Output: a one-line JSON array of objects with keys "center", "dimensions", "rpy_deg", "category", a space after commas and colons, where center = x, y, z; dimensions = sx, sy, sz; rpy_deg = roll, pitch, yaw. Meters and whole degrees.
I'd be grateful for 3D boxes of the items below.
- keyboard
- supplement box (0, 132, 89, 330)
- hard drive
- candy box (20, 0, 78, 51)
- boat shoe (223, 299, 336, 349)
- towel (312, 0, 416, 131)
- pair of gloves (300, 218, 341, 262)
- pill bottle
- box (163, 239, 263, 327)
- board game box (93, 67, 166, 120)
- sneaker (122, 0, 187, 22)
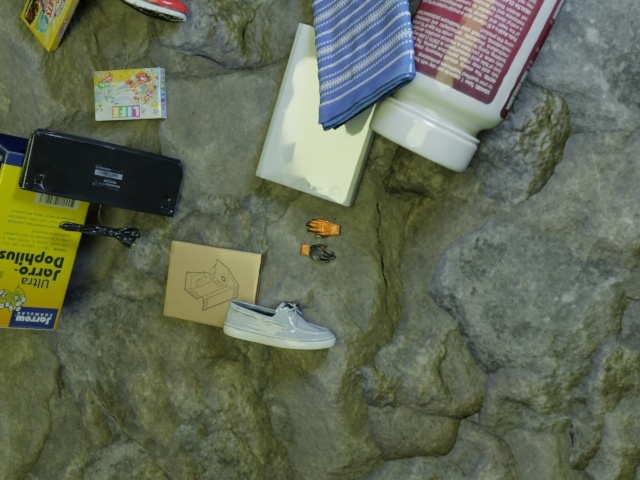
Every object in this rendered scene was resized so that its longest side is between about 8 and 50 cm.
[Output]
[{"center": [-0.432, -0.094, 1.629], "dimensions": [0.033, 0.317, 0.201], "rpy_deg": [20, 98, 56], "category": "keyboard"}, {"center": [-0.620, -0.019, 1.685], "dimensions": [0.194, 0.195, 0.356], "rpy_deg": [28, 104, 47], "category": "supplement box"}, {"center": [0.010, -0.242, 1.596], "dimensions": [0.203, 0.040, 0.307], "rpy_deg": [19, 99, 14], "category": "hard drive"}, {"center": [-0.553, -0.499, 1.705], "dimensions": [0.105, 0.027, 0.206], "rpy_deg": [49, 132, 6], "category": "candy box"}, {"center": [-0.080, 0.162, 1.626], "dimensions": [0.228, 0.079, 0.081], "rpy_deg": [8, 99, 8], "category": "boat shoe"}, {"center": [0.063, -0.383, 1.451], "dimensions": [0.243, 0.040, 0.336], "rpy_deg": [-25, 64, 49], "category": "towel"}, {"center": [0.000, 0.000, 1.634], "dimensions": [0.074, 0.010, 0.083], "rpy_deg": [13, 99, 15], "category": "pair of gloves"}, {"center": [0.253, -0.331, 1.420], "dimensions": [0.224, 0.224, 0.392], "rpy_deg": [29, 101, 12], "category": "pill bottle"}, {"center": [-0.222, 0.092, 1.703], "dimensions": [0.201, 0.021, 0.164], "rpy_deg": [9, 97, 16], "category": "box"}, {"center": [-0.397, -0.303, 1.718], "dimensions": [0.154, 0.026, 0.103], "rpy_deg": [0, 95, 17], "category": "board game box"}, {"center": [-0.377, -0.535, 1.655], "dimensions": [0.279, 0.107, 0.118], "rpy_deg": [33, 98, 11], "category": "sneaker"}]
